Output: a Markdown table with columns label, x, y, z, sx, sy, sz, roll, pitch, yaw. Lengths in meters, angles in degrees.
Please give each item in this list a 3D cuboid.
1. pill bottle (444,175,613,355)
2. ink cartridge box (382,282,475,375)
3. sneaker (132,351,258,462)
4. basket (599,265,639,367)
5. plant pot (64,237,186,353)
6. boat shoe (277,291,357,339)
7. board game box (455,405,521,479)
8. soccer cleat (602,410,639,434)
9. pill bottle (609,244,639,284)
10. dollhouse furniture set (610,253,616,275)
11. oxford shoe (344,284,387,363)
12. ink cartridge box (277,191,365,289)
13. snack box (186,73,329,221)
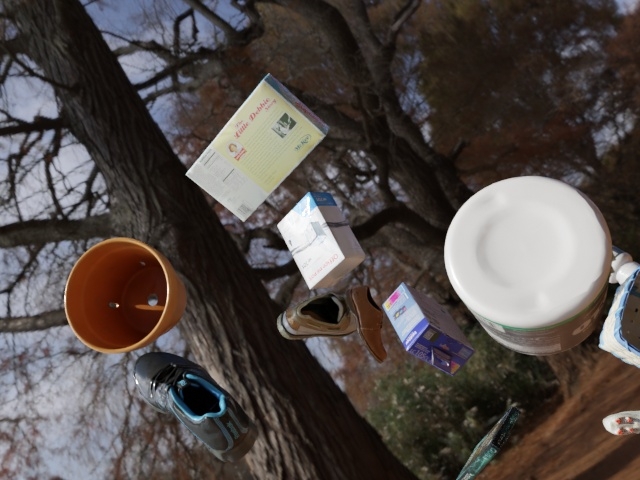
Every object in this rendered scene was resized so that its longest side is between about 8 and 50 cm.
| label | x | y | z | sx | sy | sz | roll | pitch | yaw |
| --- | --- | --- | --- | --- | --- | --- | --- | --- | --- |
| pill bottle | 0.322 | 0.062 | 0.874 | 0.204 | 0.204 | 0.361 | -36 | -28 | 9 |
| ink cartridge box | 0.442 | 0.370 | 2.338 | 0.270 | 0.395 | 0.151 | 31 | -76 | -23 |
| sneaker | -0.262 | 0.289 | 1.137 | 0.125 | 0.341 | 0.139 | -47 | -41 | -29 |
| basket | 0.773 | 0.164 | 1.287 | 0.255 | 0.201 | 0.289 | -60 | -11 | -16 |
| plant pot | -0.486 | 0.150 | 1.531 | 0.291 | 0.291 | 0.203 | -35 | -15 | 5 |
| boat shoe | 0.035 | 0.200 | 1.558 | 0.302 | 0.113 | 0.103 | -8 | -24 | -39 |
| board game box | 0.367 | 0.456 | 1.268 | 0.126 | 0.026 | 0.186 | -36 | -26 | -43 |
| soccer cleat | 0.797 | 0.445 | 1.416 | 0.196 | 0.068 | 0.076 | -2 | -6 | 6 |
| pill bottle | 0.914 | 0.072 | 1.823 | 0.108 | 0.180 | 0.108 | -18 | -53 | -26 |
| dollhouse furniture set | 0.685 | 0.047 | 1.524 | 0.123 | 0.144 | 0.151 | -21 | -11 | 10 |
| oxford shoe | 0.136 | 0.219 | 1.520 | 0.076 | 0.212 | 0.076 | -22 | -2 | 16 |
| ink cartridge box | 0.000 | 0.000 | 1.372 | 0.082 | 0.190 | 0.139 | 0 | -35 | -47 |
| snack box | -0.153 | -0.212 | 1.373 | 0.322 | 0.187 | 0.060 | -43 | 15 | 28 |
